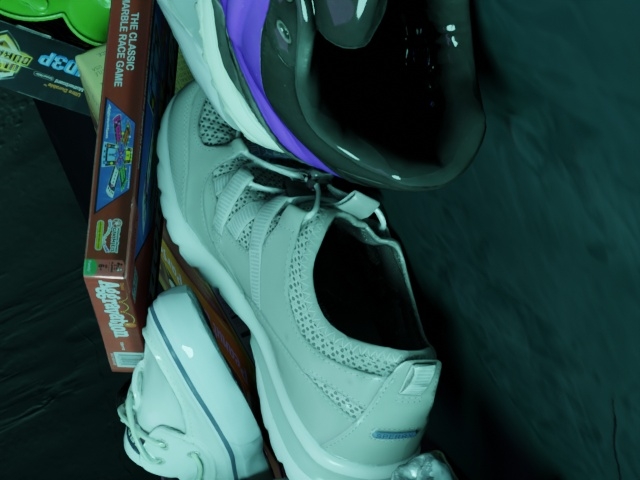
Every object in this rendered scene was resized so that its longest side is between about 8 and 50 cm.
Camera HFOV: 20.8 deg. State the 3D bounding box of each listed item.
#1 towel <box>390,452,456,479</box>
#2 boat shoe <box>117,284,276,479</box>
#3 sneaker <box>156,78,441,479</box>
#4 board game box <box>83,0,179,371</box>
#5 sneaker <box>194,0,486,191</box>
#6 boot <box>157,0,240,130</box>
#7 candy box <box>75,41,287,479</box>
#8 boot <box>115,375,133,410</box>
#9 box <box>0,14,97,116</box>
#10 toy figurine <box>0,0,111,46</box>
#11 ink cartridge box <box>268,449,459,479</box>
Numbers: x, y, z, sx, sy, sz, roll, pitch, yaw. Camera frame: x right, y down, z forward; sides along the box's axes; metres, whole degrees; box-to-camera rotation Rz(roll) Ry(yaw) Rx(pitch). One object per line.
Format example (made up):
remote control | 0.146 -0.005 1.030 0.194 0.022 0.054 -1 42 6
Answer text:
towel | 0.055 0.276 0.787 0.121 0.284 0.235 9 135 39
boat shoe | -0.078 0.108 1.010 0.226 0.075 0.083 74 170 -56
sneaker | 0.000 0.000 0.945 0.115 0.105 0.281 -59 47 39
board game box | -0.107 -0.078 1.035 0.145 0.027 0.281 92 180 -66
sneaker | -0.005 -0.139 0.600 0.146 0.102 0.293 42 159 55
boot | -0.061 -0.156 0.796 0.123 0.095 0.258 53 167 22
candy box | -0.060 0.017 1.204 0.316 0.087 0.183 57 167 34
boot | -0.046 0.202 1.302 0.260 0.131 0.348 67 170 -8
box | -0.215 -0.148 1.394 0.051 0.175 0.220 -68 23 8
toy figurine | -0.190 -0.214 1.351 0.173 0.130 0.159 41 -177 0
ink cartridge box | -0.026 0.341 1.027 0.160 0.279 0.385 -118 21 -65
